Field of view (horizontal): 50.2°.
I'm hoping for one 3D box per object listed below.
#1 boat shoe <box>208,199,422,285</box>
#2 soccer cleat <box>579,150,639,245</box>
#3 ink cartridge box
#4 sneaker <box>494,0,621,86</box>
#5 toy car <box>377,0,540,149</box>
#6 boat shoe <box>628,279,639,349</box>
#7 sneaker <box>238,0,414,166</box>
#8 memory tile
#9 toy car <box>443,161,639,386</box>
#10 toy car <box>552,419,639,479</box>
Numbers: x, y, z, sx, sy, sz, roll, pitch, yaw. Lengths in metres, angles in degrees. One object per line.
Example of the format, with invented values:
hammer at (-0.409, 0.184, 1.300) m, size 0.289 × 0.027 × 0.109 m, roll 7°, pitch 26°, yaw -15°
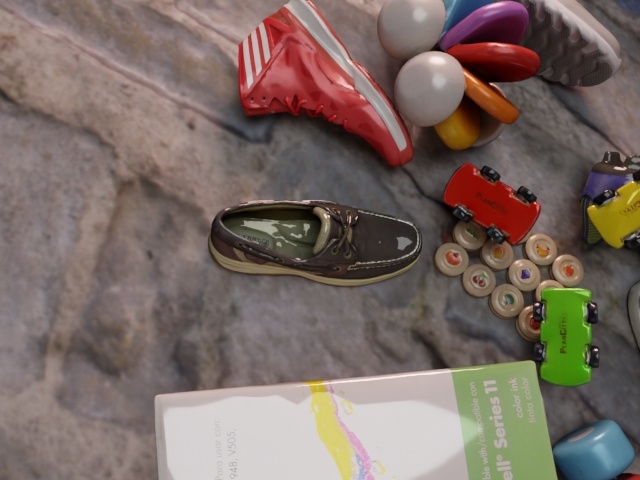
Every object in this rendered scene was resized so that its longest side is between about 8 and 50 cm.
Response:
boat shoe at (-0.001, -0.001, 0.688) m, size 0.224 × 0.073 × 0.080 m, roll 3°, pitch 73°, yaw -7°
soccer cleat at (0.423, -0.019, 0.763) m, size 0.289 × 0.093 × 0.121 m, roll 10°, pitch 102°, yaw -9°
ink cartridge box at (-0.020, 0.178, 0.560) m, size 0.354 × 0.207 × 0.119 m, roll -3°, pitch 75°, yaw -10°
sneaker at (0.245, -0.297, 0.798) m, size 0.281 × 0.105 × 0.115 m, roll 43°, pitch 72°, yaw 6°
toy car at (0.155, -0.192, 0.712) m, size 0.159 × 0.136 × 0.181 m, roll 8°, pitch 65°, yaw -50°
boat shoe at (0.410, 0.168, 0.686) m, size 0.115 × 0.091 × 0.302 m, roll -20°, pitch 77°, yaw -13°
sneaker at (-0.006, -0.145, 0.744) m, size 0.128 × 0.087 × 0.221 m, roll -37°, pitch 81°, yaw 1°
memory tile at (0.206, 0.026, 0.742) m, size 0.148 × 0.012 × 0.113 m, roll 38°, pitch 72°, yaw 5°
toy car at (0.247, 0.032, 0.694) m, size 0.239 × 0.053 × 0.224 m, roll 0°, pitch 88°, yaw 20°
toy car at (0.274, 0.282, 0.554) m, size 0.210 × 0.238 × 0.219 m, roll -27°, pitch 79°, yaw -15°
